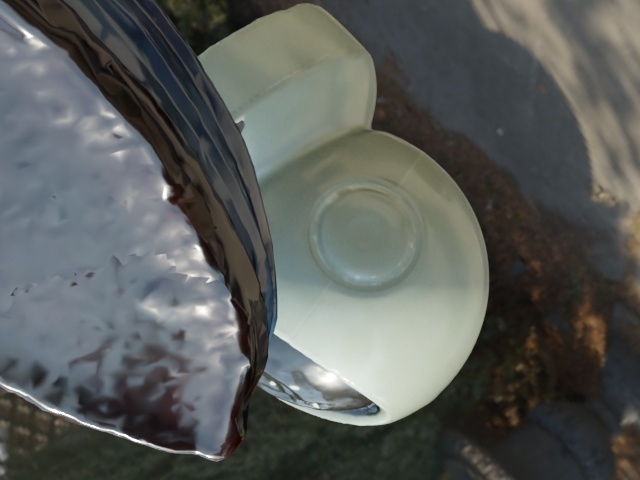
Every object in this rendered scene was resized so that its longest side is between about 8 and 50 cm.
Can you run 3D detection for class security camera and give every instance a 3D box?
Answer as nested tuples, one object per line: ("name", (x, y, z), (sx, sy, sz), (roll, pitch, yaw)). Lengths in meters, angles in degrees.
("security camera", (0.000, 0.000, 0.703), (0.236, 0.195, 0.194), (53, 163, 6))

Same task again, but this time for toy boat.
("toy boat", (-0.100, -0.036, 0.407), (0.309, 0.129, 0.142), (56, -173, -37))
